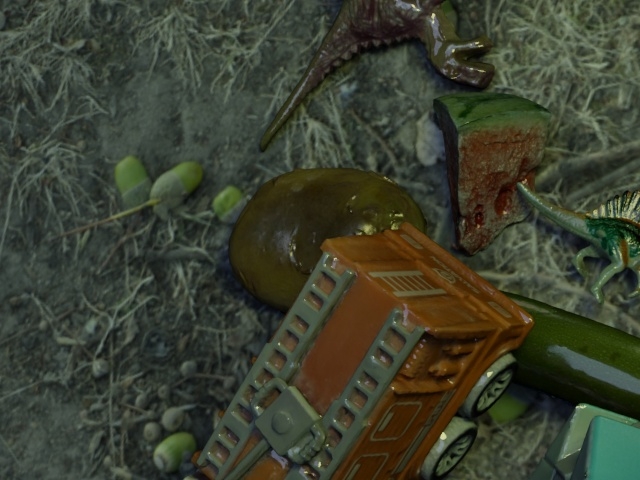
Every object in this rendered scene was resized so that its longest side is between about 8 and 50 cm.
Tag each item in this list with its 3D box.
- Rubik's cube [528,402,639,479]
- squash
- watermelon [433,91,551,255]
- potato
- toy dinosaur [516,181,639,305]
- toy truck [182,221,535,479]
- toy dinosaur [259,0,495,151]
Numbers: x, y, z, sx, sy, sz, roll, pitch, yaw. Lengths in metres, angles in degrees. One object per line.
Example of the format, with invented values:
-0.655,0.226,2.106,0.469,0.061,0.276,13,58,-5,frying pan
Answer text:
0.278,0.265,1.287,0.213,0.265,0.224,18,48,-3,Rubik's cube
0.250,0.119,1.410,0.332,0.087,0.087,23,86,23,squash
0.164,-0.074,1.480,0.098,0.121,0.158,-3,79,-3,watermelon
0.000,0.000,1.535,0.200,0.081,0.164,-2,77,22,potato
0.275,-0.006,1.447,0.106,0.044,0.187,-35,71,9,toy dinosaur
-0.002,0.182,1.383,0.173,0.207,0.387,39,108,24,toy truck
0.043,-0.210,1.579,0.251,0.072,0.199,-9,84,8,toy dinosaur
